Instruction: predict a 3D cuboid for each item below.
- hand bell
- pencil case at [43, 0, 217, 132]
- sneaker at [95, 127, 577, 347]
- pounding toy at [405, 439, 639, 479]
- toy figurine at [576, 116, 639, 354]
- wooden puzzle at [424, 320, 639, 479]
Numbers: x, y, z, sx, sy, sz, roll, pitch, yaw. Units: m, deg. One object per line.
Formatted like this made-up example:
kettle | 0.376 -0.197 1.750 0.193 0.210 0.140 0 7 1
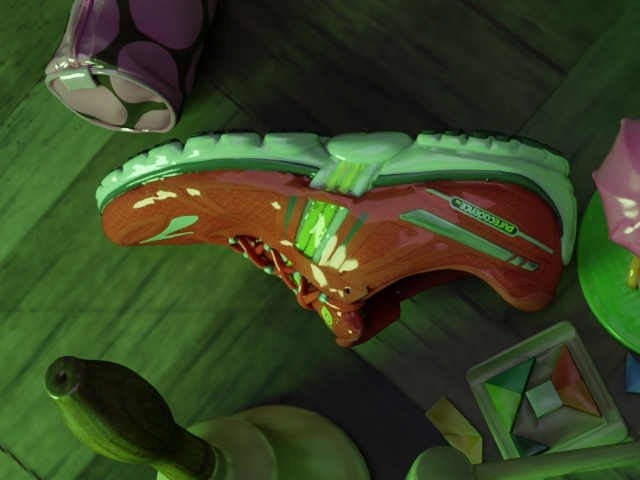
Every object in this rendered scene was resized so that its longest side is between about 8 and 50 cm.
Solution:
hand bell | -0.066 0.104 0.703 0.126 0.242 0.126 -8 64 16
pencil case | -0.105 -0.174 0.873 0.095 0.098 0.209 8 79 18
sneaker | 0.000 0.000 0.799 0.279 0.107 0.118 0 85 18
pounding toy | 0.128 0.166 0.701 0.206 0.094 0.181 34 76 12
toy figurine | 0.194 -0.033 0.719 0.130 0.159 0.173 21 82 20
wooden puzzle | 0.121 0.089 0.785 0.116 0.014 0.078 -34 70 5
